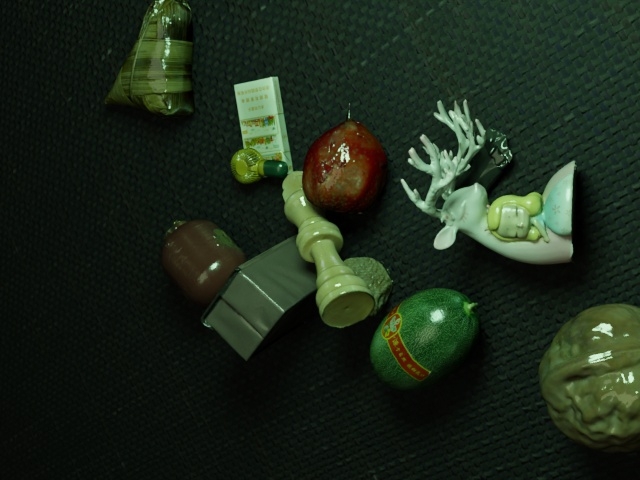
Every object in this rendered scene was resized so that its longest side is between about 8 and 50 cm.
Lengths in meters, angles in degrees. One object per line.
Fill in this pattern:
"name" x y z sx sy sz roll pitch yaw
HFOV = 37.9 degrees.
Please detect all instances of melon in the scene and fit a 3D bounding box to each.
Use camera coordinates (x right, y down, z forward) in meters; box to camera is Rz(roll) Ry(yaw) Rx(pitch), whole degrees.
"melon" 0.218 0.198 1.906 0.288 0.182 0.182 -44 75 34

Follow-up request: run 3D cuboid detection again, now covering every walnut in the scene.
"walnut" 0.523 0.246 1.678 0.227 0.273 0.273 32 121 -10

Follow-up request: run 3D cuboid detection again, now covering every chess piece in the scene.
"chess piece" 0.000 0.000 1.991 0.117 0.117 0.397 -52 42 31

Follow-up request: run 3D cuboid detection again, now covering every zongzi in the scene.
"zongzi" -0.425 -0.443 2.251 0.288 0.134 0.285 12 100 40

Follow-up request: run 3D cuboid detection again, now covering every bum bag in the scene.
"bum bag" 0.310 -0.131 1.853 0.087 0.049 0.197 47 122 23

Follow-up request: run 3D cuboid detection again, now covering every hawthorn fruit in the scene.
"hawthorn fruit" 0.049 -0.171 1.949 0.181 0.181 0.235 11 105 32

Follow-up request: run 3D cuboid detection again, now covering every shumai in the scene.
"shumai" 0.081 0.112 2.038 0.145 0.145 0.116 50 145 15

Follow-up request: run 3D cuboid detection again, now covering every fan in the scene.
"fan" -0.140 -0.167 2.120 0.155 0.039 0.082 7 107 35

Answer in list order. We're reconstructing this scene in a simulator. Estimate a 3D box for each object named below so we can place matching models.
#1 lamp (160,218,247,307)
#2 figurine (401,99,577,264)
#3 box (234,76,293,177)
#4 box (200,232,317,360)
"lamp" -0.275 0.054 2.225 0.258 0.180 0.180 45 121 26
"figurine" 0.317 -0.106 1.737 0.316 0.206 0.284 1 122 14
"box" -0.132 -0.256 2.138 0.122 0.032 0.220 -4 99 37
"box" -0.106 0.125 2.074 0.153 0.252 0.188 44 122 13
